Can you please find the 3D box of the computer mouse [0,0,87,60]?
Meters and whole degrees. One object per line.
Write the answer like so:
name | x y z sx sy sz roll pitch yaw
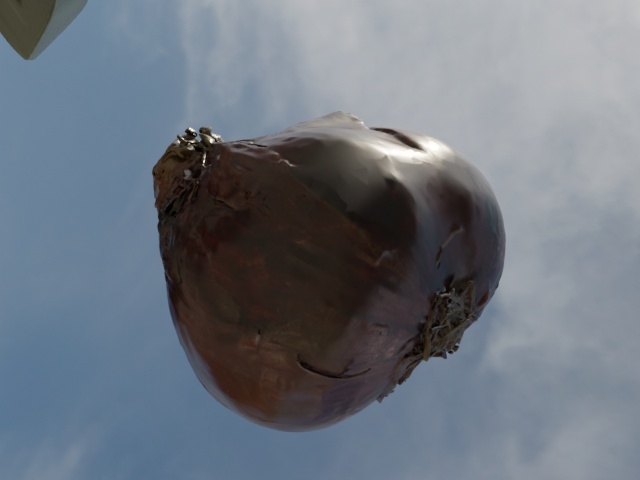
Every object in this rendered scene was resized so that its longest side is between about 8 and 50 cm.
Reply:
computer mouse | -0.373 -0.339 1.350 0.231 0.079 0.128 -30 -88 49

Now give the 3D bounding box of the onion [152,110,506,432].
onion | 0.015 0.011 0.763 0.281 0.280 0.221 55 -27 39
